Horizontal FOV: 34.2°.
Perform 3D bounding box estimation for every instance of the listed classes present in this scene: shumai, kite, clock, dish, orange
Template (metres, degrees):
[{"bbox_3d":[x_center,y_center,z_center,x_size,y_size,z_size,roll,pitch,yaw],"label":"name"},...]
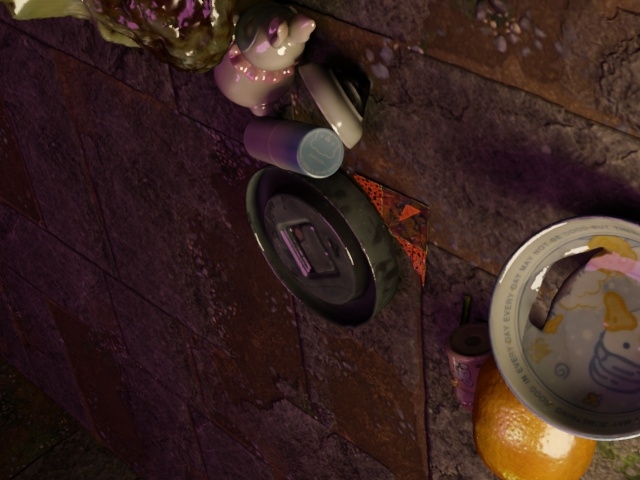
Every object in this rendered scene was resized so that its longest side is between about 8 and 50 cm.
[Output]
[{"bbox_3d":[-0.291,-0.392,1.342,0.395,0.348,0.395,171,90,-75],"label":"shumai"},{"bbox_3d":[0.134,-0.033,1.602,0.222,0.008,0.125,56,149,-5],"label":"kite"},{"bbox_3d":[0.000,0.001,1.755,0.319,0.066,0.319,37,147,29],"label":"clock"},{"bbox_3d":[0.360,0.103,1.309,0.273,0.134,0.273,1,92,27],"label":"dish"},{"bbox_3d":[0.307,0.267,1.500,0.179,0.158,0.237,8,129,15],"label":"orange"},{"bbox_3d":[0.037,-0.211,1.499,0.141,0.078,0.141,56,-171,-13],"label":"dish"}]

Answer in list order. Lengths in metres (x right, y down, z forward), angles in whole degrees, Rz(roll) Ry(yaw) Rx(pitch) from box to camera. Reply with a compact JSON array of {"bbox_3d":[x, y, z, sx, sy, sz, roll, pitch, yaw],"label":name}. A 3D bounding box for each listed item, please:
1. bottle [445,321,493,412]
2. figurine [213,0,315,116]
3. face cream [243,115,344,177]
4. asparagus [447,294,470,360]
[{"bbox_3d":[0.248,0.211,1.608,0.099,0.099,0.152,21,135,42],"label":"bottle"},{"bbox_3d":[-0.079,-0.299,1.509,0.235,0.127,0.155,130,137,-62],"label":"figurine"},{"bbox_3d":[-0.046,-0.147,1.598,0.077,0.077,0.250,66,164,-20],"label":"face cream"},{"bbox_3d":[0.221,0.141,1.653,0.016,0.016,0.163,16,140,9],"label":"asparagus"}]
